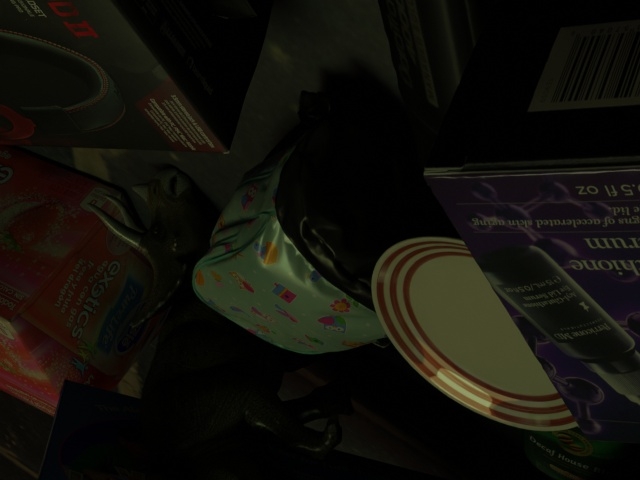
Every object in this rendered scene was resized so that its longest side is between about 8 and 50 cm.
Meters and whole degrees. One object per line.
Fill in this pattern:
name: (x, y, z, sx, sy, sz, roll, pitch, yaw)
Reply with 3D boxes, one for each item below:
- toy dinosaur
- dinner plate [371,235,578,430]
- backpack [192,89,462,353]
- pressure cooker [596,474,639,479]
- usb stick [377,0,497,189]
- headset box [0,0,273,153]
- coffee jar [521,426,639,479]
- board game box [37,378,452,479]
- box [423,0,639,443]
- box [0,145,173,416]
toy dinosaur: (-0.063, 0.100, 1.115, 0.160, 0.313, 0.121, -12, 149, 10)
dinner plate: (0.091, 0.047, 0.857, 0.141, 0.017, 0.141, 26, 144, 21)
backpack: (0.000, 0.000, 0.972, 0.152, 0.115, 0.182, 43, 157, -15)
pressure cooker: (0.177, 0.378, 0.830, 0.370, 0.420, 0.375, 49, 154, -17)
usb stick: (0.058, -0.112, 0.787, 0.077, 0.045, 0.278, 47, 164, 39)
headset box: (-0.176, -0.146, 0.849, 0.293, 0.110, 0.218, 4, 155, 23)
coffee jar: (0.157, 0.071, 0.923, 0.096, 0.079, 0.184, 22, 149, 29)
board game box: (-0.032, 0.218, 1.120, 0.347, 0.078, 0.233, 16, -163, -7)
box: (0.164, -0.005, 0.708, 0.153, 0.108, 0.207, -2, 139, 36)
box: (-0.287, 0.014, 1.334, 0.300, 0.142, 0.154, 21, 150, 32)
